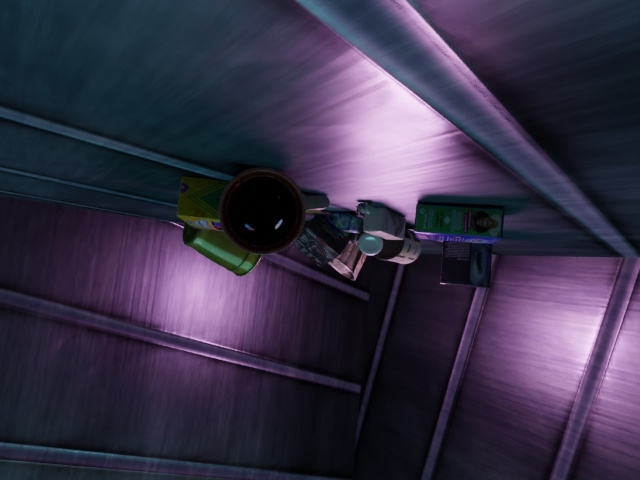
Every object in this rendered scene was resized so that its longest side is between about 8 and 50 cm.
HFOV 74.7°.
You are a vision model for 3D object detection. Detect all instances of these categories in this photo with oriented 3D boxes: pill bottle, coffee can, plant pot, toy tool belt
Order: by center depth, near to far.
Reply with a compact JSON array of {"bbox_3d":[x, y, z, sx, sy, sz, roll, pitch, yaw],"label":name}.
[{"bbox_3d":[-0.199,-0.102,1.437,0.271,0.273,0.265,7,-176,-9],"label":"plant pot"},{"bbox_3d":[0.172,-0.138,1.716,0.083,0.052,0.051,-4,138,47],"label":"toy tool belt"},{"bbox_3d":[0.257,-0.021,2.095,0.121,0.121,0.221,5,-157,9],"label":"pill bottle"},{"bbox_3d":[-0.528,-0.034,2.253,0.352,0.367,0.366,25,164,-38],"label":"plant pot"},{"bbox_3d":[0.412,0.019,2.297,0.201,0.202,0.275,3,174,33],"label":"coffee can"}]

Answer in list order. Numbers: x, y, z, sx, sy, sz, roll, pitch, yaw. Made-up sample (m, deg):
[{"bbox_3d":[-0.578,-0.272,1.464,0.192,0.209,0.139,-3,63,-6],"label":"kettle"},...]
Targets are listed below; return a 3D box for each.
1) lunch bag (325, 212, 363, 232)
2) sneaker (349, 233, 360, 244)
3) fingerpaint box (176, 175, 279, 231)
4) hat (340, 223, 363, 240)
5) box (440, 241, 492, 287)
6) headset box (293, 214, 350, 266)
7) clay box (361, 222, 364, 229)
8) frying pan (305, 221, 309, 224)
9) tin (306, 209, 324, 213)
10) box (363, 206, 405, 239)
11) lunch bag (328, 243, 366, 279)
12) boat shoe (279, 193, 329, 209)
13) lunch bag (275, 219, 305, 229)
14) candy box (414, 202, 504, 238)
[{"bbox_3d":[0.113,-0.091,2.062,0.151,0.097,0.128,20,-175,31],"label":"lunch bag"},{"bbox_3d":[0.161,-0.018,2.325,0.234,0.078,0.106,7,-179,-32],"label":"sneaker"},{"bbox_3d":[-0.374,-0.125,1.773,0.370,0.164,0.445,6,175,-9],"label":"fingerpaint box"},{"bbox_3d":[0.112,-0.099,2.214,0.208,0.173,0.184,11,139,-1],"label":"hat"},{"bbox_3d":[0.818,0.110,2.329,0.182,0.295,0.296,2,174,43],"label":"box"},{"bbox_3d":[0.000,0.000,2.145,0.218,0.110,0.293,40,153,-6],"label":"headset box"},{"bbox_3d":[0.267,-0.064,2.373,0.127,0.053,0.221,4,175,41],"label":"clay box"},{"bbox_3d":[-0.061,-0.086,2.533,0.197,0.053,0.326,7,173,-9],"label":"frying pan"},{"bbox_3d":[-0.046,-0.149,1.867,0.106,0.040,0.189,0,174,17],"label":"tin"},{"bbox_3d":[0.295,-0.073,1.904,0.094,0.113,0.275,2,175,31],"label":"box"},{"bbox_3d":[0.172,0.076,2.517,0.287,0.236,0.168,39,158,-32],"label":"lunch bag"},{"bbox_3d":[-0.068,-0.150,1.652,0.205,0.075,0.065,1,177,-21],"label":"boat shoe"},{"bbox_3d":[-0.183,-0.079,2.129,0.175,0.090,0.219,9,147,-29],"label":"lunch bag"},{"bbox_3d":[0.542,-0.062,1.670,0.316,0.122,0.268,3,176,16],"label":"candy box"}]
